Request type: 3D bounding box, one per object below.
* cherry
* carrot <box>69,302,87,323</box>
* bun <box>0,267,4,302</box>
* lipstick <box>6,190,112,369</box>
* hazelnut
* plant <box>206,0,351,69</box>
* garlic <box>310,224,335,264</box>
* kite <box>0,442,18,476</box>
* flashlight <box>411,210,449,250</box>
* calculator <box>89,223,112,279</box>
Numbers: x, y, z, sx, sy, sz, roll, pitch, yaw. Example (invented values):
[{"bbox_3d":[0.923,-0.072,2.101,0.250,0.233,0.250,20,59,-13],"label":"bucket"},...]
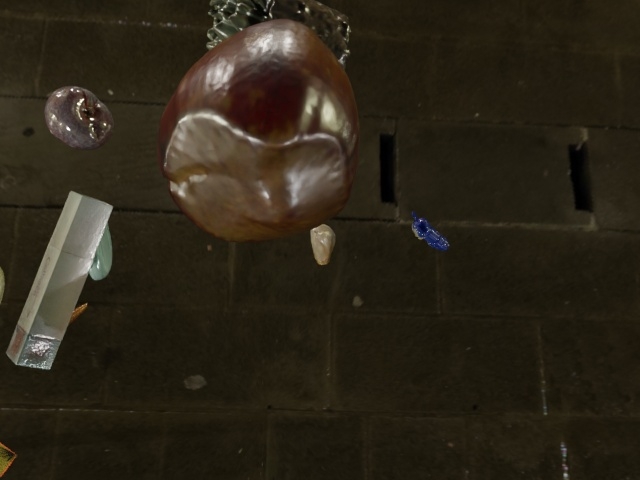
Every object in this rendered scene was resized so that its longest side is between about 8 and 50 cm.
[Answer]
[{"bbox_3d":[-0.609,-0.303,1.609,0.176,0.176,0.140,24,62,1],"label":"cherry"},{"bbox_3d":[-0.741,0.243,1.814,0.048,0.048,0.216,43,56,6],"label":"carrot"},{"bbox_3d":[-0.933,0.125,1.650,0.229,0.145,0.229,-3,82,22],"label":"bun"},{"bbox_3d":[-0.551,0.083,1.364,0.080,0.076,0.371,22,88,-42],"label":"lipstick"},{"bbox_3d":[-0.052,-0.108,0.678,0.218,0.234,0.218,20,51,-27],"label":"hazelnut"},{"bbox_3d":[-0.063,-0.280,0.908,0.194,0.129,0.132,5,77,-18],"label":"plant"},{"bbox_3d":[0.008,-0.002,1.707,0.066,0.152,0.084,-9,43,-2],"label":"garlic"},{"bbox_3d":[-0.850,0.488,1.508,0.377,0.327,0.013,38,90,36],"label":"kite"},{"bbox_3d":[0.204,-0.010,1.219,0.035,0.121,0.057,-32,51,22],"label":"flashlight"},{"bbox_3d":[-0.569,0.002,1.642,0.042,0.295,0.184,-9,104,-9],"label":"calculator"}]
